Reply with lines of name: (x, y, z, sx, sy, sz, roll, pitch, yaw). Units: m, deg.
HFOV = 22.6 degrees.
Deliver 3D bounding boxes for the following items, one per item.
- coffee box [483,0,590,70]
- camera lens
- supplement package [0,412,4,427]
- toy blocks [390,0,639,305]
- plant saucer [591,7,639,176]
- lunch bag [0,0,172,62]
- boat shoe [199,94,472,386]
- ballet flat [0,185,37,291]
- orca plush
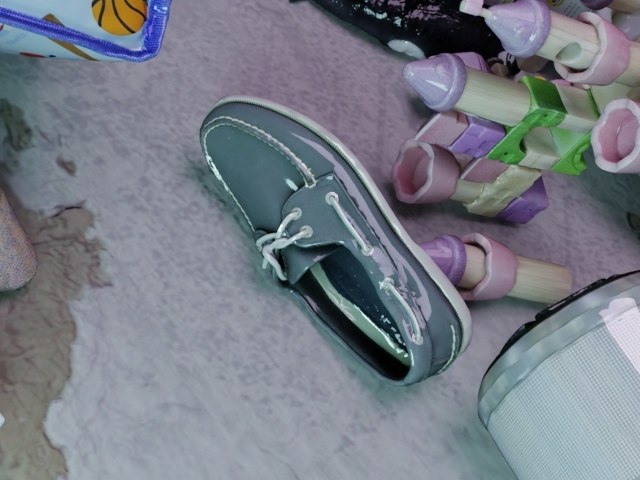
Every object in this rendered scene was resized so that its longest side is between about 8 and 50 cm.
coffee box: (0.189, -0.358, 1.867, 0.297, 0.119, 0.168, 35, 42, -1)
camera lens: (0.281, 0.179, 1.360, 0.219, 0.219, 0.274, -10, 58, -39)
supplement package: (-0.381, 0.097, 1.050, 0.262, 0.145, 0.204, 48, 42, 14)
toy blocks: (0.164, -0.133, 1.516, 0.260, 0.288, 0.309, 12, 50, -33)
plant saucer: (0.436, -0.134, 1.818, 0.400, 0.100, 0.401, 23, 47, -27)
lunch bag: (-0.332, -0.275, 1.268, 0.385, 0.328, 0.239, 15, 90, -28)
boat shoe: (0.000, 0.000, 1.418, 0.319, 0.116, 0.099, 47, 38, 4)
ballet flat: (-0.348, -0.078, 1.261, 0.316, 0.106, 0.107, 35, 42, -2)
orca plush: (0.115, -0.270, 1.749, 0.287, 0.102, 0.151, 29, 42, -8)
